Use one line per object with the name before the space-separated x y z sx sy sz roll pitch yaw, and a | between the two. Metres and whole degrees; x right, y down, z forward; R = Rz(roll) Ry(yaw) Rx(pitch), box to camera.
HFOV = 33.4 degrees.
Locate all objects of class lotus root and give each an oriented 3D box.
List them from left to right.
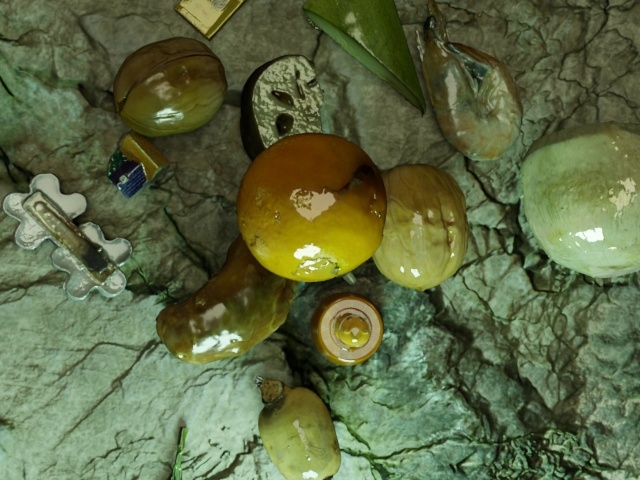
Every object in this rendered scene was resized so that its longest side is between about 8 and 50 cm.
lotus root | -0.068 -0.215 1.871 0.138 0.119 0.235 -5 88 -11
lotus root | -0.043 0.327 1.848 0.125 0.118 0.221 -26 92 -23

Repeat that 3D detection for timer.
timer | 0.054 0.155 1.844 0.132 0.152 0.132 0 87 -5

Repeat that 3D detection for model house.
model house | -0.326 -0.132 1.854 0.101 0.100 0.088 -43 91 -5

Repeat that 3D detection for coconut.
coconut | 0.497 -0.066 1.832 0.297 0.297 0.254 -7 85 -5

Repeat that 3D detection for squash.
squash | 0.086 -0.327 1.904 0.169 0.093 0.252 -17 88 -7

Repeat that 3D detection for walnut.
walnut | -0.256 -0.264 1.834 0.207 0.167 0.167 -25 89 -27
walnut | 0.164 -0.022 1.845 0.195 0.195 0.221 -9 94 -5

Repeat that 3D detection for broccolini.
broccolini | -0.257 0.397 1.872 0.035 0.030 0.140 3 80 31

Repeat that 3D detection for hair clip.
hair clip | -0.439 -0.002 1.856 0.257 0.075 0.146 44 82 5

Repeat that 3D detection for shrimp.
shrimp | 0.269 -0.298 1.935 0.168 0.077 0.317 -19 93 -16

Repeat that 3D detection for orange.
orange | -0.013 -0.052 1.710 0.246 0.246 0.246 0 87 -5

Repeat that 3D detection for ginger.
ginger | -0.132 0.091 1.829 0.172 0.165 0.321 40 67 5

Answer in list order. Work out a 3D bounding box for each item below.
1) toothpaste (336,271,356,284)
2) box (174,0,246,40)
toothpaste | 0.000 0.000 1.908 0.057 0.035 0.197 -37 87 -11
box | -0.181 -0.445 1.924 0.087 0.023 0.155 42 84 -4
